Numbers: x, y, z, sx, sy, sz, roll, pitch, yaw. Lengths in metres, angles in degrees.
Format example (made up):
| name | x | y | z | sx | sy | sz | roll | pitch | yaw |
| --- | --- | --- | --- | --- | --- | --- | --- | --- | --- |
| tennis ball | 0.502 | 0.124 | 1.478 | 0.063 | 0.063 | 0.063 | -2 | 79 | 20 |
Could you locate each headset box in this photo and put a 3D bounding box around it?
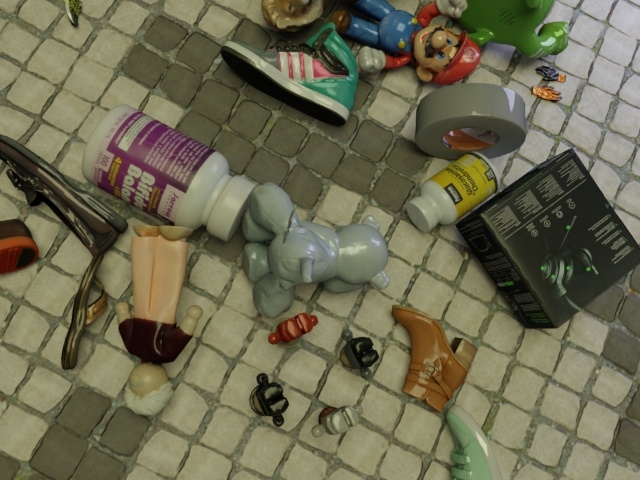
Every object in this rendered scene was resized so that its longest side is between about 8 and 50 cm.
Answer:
| name | x | y | z | sx | sy | sz | roll | pitch | yaw |
| --- | --- | --- | --- | --- | --- | --- | --- | --- | --- |
| headset box | 0.458 | 0.008 | 1.376 | 0.246 | 0.131 | 0.283 | -35 | 89 | -13 |

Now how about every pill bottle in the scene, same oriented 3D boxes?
| name | x | y | z | sx | sy | sz | roll | pitch | yaw |
| --- | --- | --- | --- | --- | --- | --- | --- | --- | --- |
| pill bottle | 0.270 | -0.097 | 1.429 | 0.184 | 0.103 | 0.103 | -35 | 83 | -15 |
| pill bottle | -0.282 | -0.120 | 1.327 | 0.301 | 0.169 | 0.169 | 27 | 74 | 0 |

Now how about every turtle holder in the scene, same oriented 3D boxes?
| name | x | y | z | sx | sy | sz | roll | pitch | yaw |
| --- | --- | --- | --- | --- | --- | --- | --- | --- | --- |
| turtle holder | 0.425 | -0.555 | 1.499 | 0.320 | 0.243 | 0.227 | 36 | 57 | 12 |

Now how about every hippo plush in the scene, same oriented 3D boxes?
| name | x | y | z | sx | sy | sz | roll | pitch | yaw |
| --- | --- | --- | --- | --- | --- | --- | --- | --- | --- |
| hippo plush | 0.000 | 0.000 | 1.297 | 0.236 | 0.294 | 0.234 | -6 | 71 | -26 |

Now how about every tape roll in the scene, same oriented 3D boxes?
| name | x | y | z | sx | sy | sz | roll | pitch | yaw |
| --- | --- | --- | --- | --- | --- | --- | --- | --- | --- |
| tape roll | 0.303 | -0.236 | 1.409 | 0.219 | 0.219 | 0.072 | 6 | 74 | -6 |

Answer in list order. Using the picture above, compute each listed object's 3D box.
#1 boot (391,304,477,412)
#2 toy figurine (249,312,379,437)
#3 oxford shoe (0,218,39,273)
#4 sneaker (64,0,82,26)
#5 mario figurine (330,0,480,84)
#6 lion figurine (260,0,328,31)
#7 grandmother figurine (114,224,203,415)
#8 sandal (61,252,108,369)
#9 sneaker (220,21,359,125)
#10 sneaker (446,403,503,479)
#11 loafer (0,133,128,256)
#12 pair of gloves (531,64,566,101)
| name | x | y | z | sx | sy | sz | roll | pitch | yaw |
| --- | --- | --- | --- | --- | --- | --- | --- | --- | --- |
| boot | 0.195 | 0.228 | 1.356 | 0.197 | 0.073 | 0.152 | 32 | 78 | 4 |
| toy figurine | -0.012 | 0.251 | 1.289 | 0.209 | 0.148 | 0.213 | 19 | 72 | -9 |
| oxford shoe | -0.665 | 0.018 | 1.260 | 0.271 | 0.097 | 0.098 | -10 | 53 | -37 |
| sneaker | -0.517 | -0.490 | 1.459 | 0.035 | 0.031 | 0.083 | -15 | 78 | -12 |
| mario figurine | 0.188 | -0.444 | 1.463 | 0.320 | 0.198 | 0.170 | 26 | 37 | 6 |
| lion figurine | -0.061 | -0.636 | 1.511 | 0.240 | 0.142 | 0.392 | -18 | 73 | -14 |
| grandmother figurine | -0.307 | 0.145 | 1.266 | 0.104 | 0.208 | 0.342 | 6 | 86 | -46 |
| sandal | -0.429 | 0.133 | 1.289 | 0.060 | 0.090 | 0.219 | 14 | 72 | -21 |
| sneaker | -0.043 | -0.384 | 1.447 | 0.295 | 0.124 | 0.178 | 27 | 79 | -8 |
| sneaker | 0.254 | 0.447 | 1.296 | 0.151 | 0.094 | 0.256 | -19 | 78 | -9 |
| loafer | -0.514 | -0.085 | 1.323 | 0.302 | 0.109 | 0.095 | 35 | 78 | -1 |
| pair of gloves | 0.519 | -0.357 | 1.577 | 0.074 | 0.010 | 0.083 | 17 | 74 | -3 |
